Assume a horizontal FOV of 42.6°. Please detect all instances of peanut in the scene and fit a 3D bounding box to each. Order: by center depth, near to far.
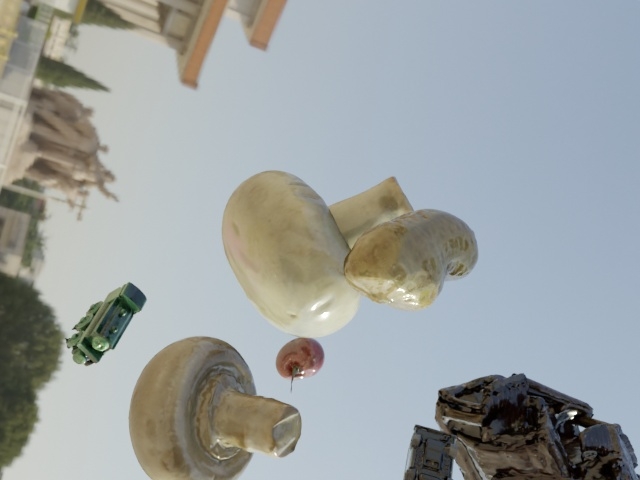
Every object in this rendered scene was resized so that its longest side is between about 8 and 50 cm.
[{"bbox_3d":[0.139,0.025,1.185,0.122,0.253,0.137,-10,-80,44],"label":"peanut"}]

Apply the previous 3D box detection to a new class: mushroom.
[{"bbox_3d":[-0.145,0.228,1.044,0.209,0.206,0.206,6,-101,58],"label":"mushroom"},{"bbox_3d":[-0.022,0.023,1.440,0.356,0.315,0.315,-6,-115,34],"label":"mushroom"}]

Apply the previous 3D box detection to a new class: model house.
[{"bbox_3d":[0.392,0.343,1.276,0.317,0.297,0.282,67,-18,-15],"label":"model house"}]

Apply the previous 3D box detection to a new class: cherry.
[{"bbox_3d":[-0.044,0.247,1.722,0.126,0.106,0.087,-129,-164,-81],"label":"cherry"}]

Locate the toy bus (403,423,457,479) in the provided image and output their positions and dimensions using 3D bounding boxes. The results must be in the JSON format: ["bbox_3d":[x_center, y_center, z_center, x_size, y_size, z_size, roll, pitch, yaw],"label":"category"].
[{"bbox_3d":[0.129,0.296,1.007,0.123,0.060,0.075,-68,172,-56],"label":"toy bus"}]

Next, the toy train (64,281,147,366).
[{"bbox_3d":[-0.394,0.156,1.502,0.111,0.071,0.170,-29,-157,26],"label":"toy train"}]
